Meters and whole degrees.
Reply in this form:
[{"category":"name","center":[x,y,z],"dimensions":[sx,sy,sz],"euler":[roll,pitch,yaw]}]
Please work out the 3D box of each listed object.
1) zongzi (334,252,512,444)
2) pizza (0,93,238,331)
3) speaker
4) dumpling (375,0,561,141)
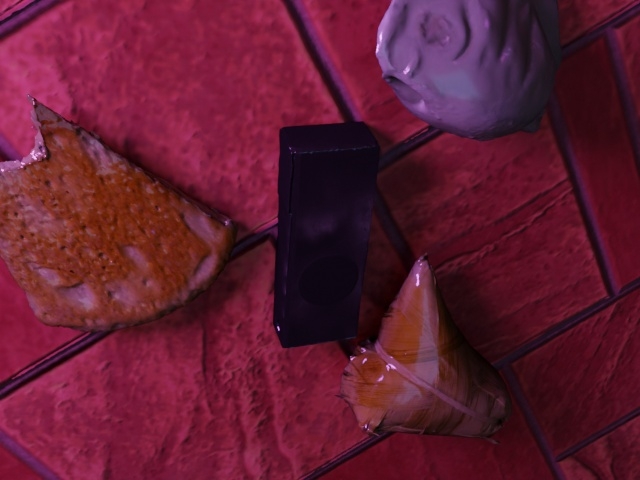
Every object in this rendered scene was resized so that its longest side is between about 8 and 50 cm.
[{"category":"zongzi","center":[0.135,0.115,0.892],"dimensions":[0.194,0.099,0.197],"euler":[13,110,-28]},{"category":"pizza","center":[-0.200,-0.013,0.708],"dimensions":[0.181,0.034,0.262],"euler":[-40,128,8]},{"category":"speaker","center":[0.000,0.000,0.786],"dimensions":[0.082,0.044,0.218],"euler":[-6,125,-17]},{"category":"dumpling","center":[0.119,-0.156,0.702],"dimensions":[0.108,0.152,0.219],"euler":[-13,162,42]}]
